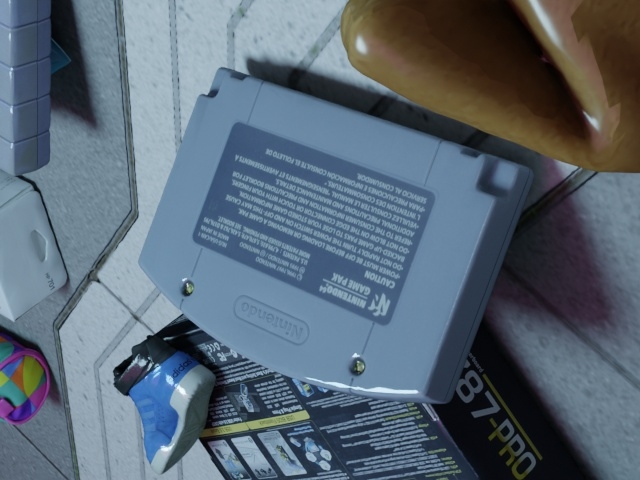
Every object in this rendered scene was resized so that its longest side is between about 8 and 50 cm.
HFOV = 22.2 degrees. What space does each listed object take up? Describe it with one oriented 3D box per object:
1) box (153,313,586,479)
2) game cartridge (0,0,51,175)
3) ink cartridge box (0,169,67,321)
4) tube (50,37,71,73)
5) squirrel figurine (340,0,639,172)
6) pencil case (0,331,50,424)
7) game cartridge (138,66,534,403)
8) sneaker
[{"bbox_3d":[0.035,0.172,1.396,0.318,0.097,0.395,57,149,-7],"label":"box"},{"bbox_3d":[-0.376,-0.223,1.495,0.355,0.068,0.230,29,133,31],"label":"game cartridge"},{"bbox_3d":[-0.374,-0.016,1.740,0.190,0.082,0.140,25,141,38],"label":"ink cartridge box"},{"bbox_3d":[-0.297,-0.160,1.526,0.080,0.052,0.207,48,144,-8],"label":"tube"},{"bbox_3d":[0.235,-0.206,0.632,0.397,0.281,0.370,29,135,9],"label":"squirrel figurine"},{"bbox_3d":[-0.430,0.146,1.970,0.236,0.104,0.104,17,136,42],"label":"pencil case"},{"bbox_3d":[0.000,0.000,1.181,0.297,0.062,0.198,23,97,39],"label":"game cartridge"},{"bbox_3d":[-0.147,0.142,1.458,0.084,0.058,0.152,38,143,15],"label":"sneaker"}]
